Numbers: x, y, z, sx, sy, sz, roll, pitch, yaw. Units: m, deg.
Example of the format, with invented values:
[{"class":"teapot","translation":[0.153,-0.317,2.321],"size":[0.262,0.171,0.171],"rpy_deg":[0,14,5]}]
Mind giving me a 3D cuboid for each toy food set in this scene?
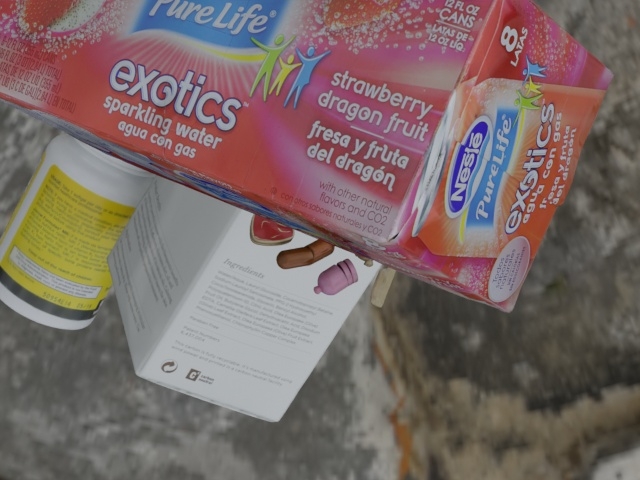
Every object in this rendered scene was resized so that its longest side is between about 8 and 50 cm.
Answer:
[{"class":"toy food set","translation":[0.000,0.000,1.306],"size":[0.122,0.019,0.078],"rpy_deg":[23,73,-3]}]

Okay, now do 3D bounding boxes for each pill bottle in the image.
[{"class":"pill bottle","translation":[-0.229,-0.029,1.710],"size":[0.119,0.119,0.208],"rpy_deg":[27,108,-11]}]

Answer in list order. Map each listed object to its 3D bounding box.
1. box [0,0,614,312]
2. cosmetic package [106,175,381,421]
[{"class":"box","translation":[-0.018,-0.075,0.799],"size":[0.257,0.128,0.123],"rpy_deg":[22,87,33]},{"class":"cosmetic package","translation":[-0.029,-0.053,1.530],"size":[0.155,0.197,0.365],"rpy_deg":[23,115,-27]}]
